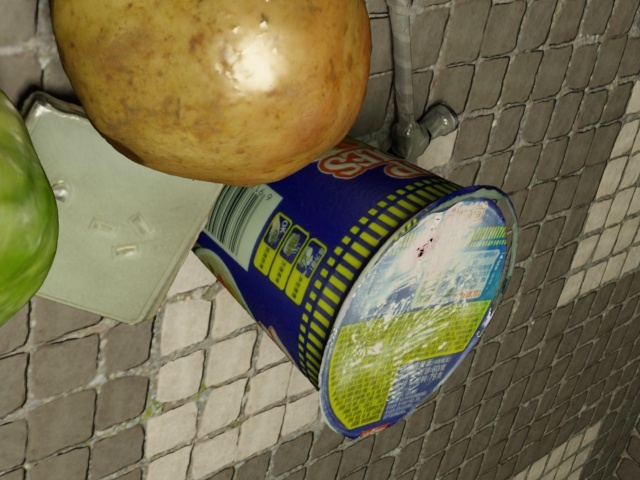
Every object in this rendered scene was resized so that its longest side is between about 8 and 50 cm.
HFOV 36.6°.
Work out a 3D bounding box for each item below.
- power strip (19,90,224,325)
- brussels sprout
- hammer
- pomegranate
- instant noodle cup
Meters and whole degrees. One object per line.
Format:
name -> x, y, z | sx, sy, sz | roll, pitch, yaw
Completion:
power strip -> -0.221, -0.033, 0.934 | 0.213, 0.064, 0.198 | 22, 108, -34
brussels sprout -> -0.318, -0.025, 0.723 | 0.244, 0.244, 0.244 | -30, 137, -32
hammer -> 0.100, -0.268, 1.158 | 0.152, 0.044, 0.427 | -34, 138, -27
pomegranate -> -0.088, -0.181, 0.813 | 0.281, 0.281, 0.281 | -30, 137, -32
instant noodle cup -> 0.000, 0.000, 1.017 | 0.284, 0.312, 0.284 | -30, 139, -30
